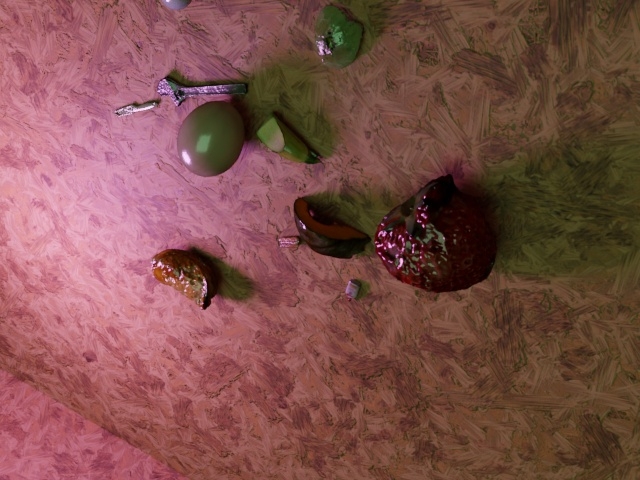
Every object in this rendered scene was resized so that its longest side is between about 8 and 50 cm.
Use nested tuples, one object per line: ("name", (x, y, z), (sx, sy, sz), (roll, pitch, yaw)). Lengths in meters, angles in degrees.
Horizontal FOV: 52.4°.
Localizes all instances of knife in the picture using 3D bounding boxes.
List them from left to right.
("knife", (-0.588, -0.420, 2.065), (0.207, 0.014, 0.030), (-4, 120, 34))

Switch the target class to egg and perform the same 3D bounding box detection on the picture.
("egg", (-0.313, -0.292, 1.870), (0.186, 0.186, 0.242), (40, 127, 1))

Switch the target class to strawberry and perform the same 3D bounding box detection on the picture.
("strawberry", (0.302, 0.018, 1.653), (0.291, 0.291, 0.310), (-32, 95, 41))

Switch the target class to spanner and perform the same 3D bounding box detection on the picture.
("spanner", (-0.349, -0.441, 1.901), (0.325, 0.026, 0.093), (4, 122, 27))

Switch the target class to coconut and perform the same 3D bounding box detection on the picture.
("coconut", (0.041, -0.498, 1.601), (0.133, 0.055, 0.158), (-1, 121, 34))

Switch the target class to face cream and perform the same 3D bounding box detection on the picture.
("face cream", (0.099, 0.160, 2.043), (0.040, 0.021, 0.083), (27, 132, 14))

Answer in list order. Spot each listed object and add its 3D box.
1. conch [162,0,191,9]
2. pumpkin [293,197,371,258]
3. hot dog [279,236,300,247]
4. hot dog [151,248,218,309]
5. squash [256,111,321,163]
("conch", (-0.413, -0.703, 1.692), (0.221, 0.121, 0.185), (51, 144, -2))
("pumpkin", (0.000, 0.000, 1.913), (0.253, 0.149, 0.130), (31, 124, 8))
("hot dog", (-0.095, 0.004, 2.055), (0.083, 0.021, 0.037), (3, 101, 33))
("hot dog", (-0.475, 0.125, 2.311), (0.259, 0.114, 0.175), (33, 137, 10))
("squash", (-0.089, -0.268, 1.826), (0.200, 0.075, 0.090), (38, 107, 2))
